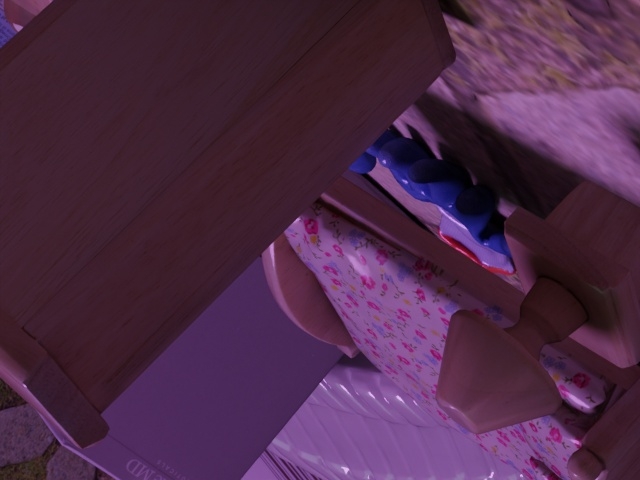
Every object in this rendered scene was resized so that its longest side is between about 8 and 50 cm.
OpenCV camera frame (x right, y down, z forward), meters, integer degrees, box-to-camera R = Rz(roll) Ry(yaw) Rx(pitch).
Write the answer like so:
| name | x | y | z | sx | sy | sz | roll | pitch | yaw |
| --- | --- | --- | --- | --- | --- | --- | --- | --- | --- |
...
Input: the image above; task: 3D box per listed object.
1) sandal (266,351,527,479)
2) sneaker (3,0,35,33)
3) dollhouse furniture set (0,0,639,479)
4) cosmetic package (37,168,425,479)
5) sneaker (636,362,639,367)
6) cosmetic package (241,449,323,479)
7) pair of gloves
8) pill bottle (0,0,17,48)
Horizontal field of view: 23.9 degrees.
| name | x | y | z | sx | sy | sz | roll | pitch | yaw |
| --- | --- | --- | --- | --- | --- | --- | --- | --- | --- |
| sandal | 0.081 | 0.107 | 1.035 | 0.416 | 0.102 | 0.169 | 0 | 135 | 46 |
| sneaker | -0.112 | -0.116 | 0.855 | 0.086 | 0.064 | 0.192 | 29 | 175 | 6 |
| dollhouse furniture set | -0.021 | 0.046 | 0.601 | 0.303 | 0.174 | 0.355 | 34 | 162 | 36 |
| cosmetic package | -0.062 | 0.046 | 0.943 | 0.127 | 0.238 | 0.107 | 39 | 175 | -34 |
| sneaker | 0.153 | 0.061 | 0.667 | 0.076 | 0.065 | 0.166 | 43 | 170 | 19 |
| cosmetic package | 0.035 | 0.193 | 1.448 | 0.156 | 0.217 | 0.385 | 50 | -176 | 13 |
| pair of gloves | 0.025 | -0.042 | 0.764 | 0.198 | 0.023 | 0.159 | 35 | 175 | 17 |
| pill bottle | -0.230 | -0.124 | 0.982 | 0.087 | 0.160 | 0.087 | 37 | 175 | 4 |
